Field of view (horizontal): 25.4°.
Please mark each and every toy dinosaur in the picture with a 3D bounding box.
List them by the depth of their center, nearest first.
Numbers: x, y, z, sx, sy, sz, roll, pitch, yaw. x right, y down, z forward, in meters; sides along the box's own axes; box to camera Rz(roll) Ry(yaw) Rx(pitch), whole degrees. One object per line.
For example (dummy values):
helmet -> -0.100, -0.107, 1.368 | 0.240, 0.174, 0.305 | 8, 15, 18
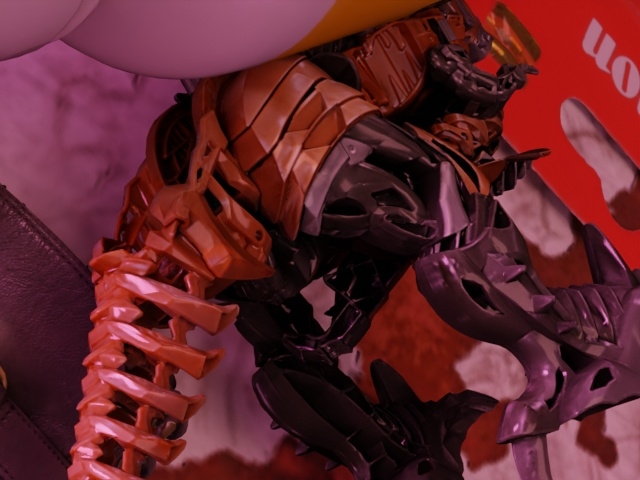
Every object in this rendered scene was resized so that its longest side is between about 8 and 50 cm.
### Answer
toy dinosaur -> 0.000, 0.000, 0.527 | 0.218, 0.164, 0.322 | 47, 61, -8

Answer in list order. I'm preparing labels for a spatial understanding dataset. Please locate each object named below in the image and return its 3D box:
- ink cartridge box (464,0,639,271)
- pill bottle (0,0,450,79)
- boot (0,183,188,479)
ink cartridge box -> 0.245, -0.147, 0.778 | 0.308, 0.091, 0.385 | 44, 56, -23
pill bottle -> -0.004, -0.159, 0.443 | 0.334, 0.188, 0.188 | -24, 96, -39
boot -> -0.107, 0.119, 0.447 | 0.229, 0.091, 0.263 | -50, 119, -43
